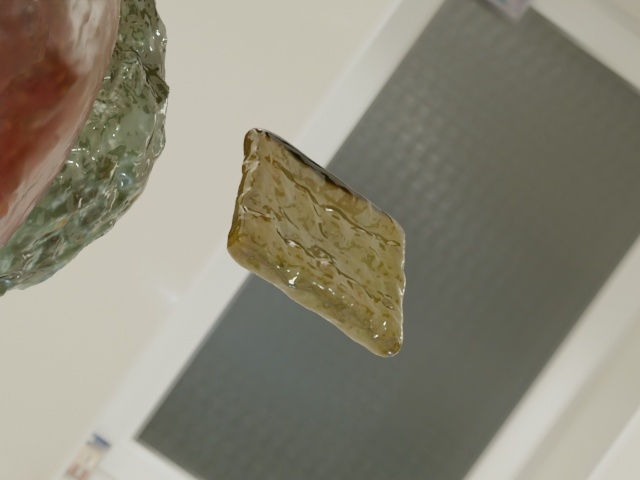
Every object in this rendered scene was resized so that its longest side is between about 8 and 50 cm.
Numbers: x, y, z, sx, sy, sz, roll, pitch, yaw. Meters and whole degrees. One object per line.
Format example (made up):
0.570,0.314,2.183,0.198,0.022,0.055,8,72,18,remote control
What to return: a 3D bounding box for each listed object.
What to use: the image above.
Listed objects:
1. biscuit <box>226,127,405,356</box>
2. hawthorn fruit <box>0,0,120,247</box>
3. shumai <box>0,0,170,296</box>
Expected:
0.000,0.000,0.618,0.083,0.018,0.081,34,32,-22,biscuit
-0.184,-0.067,0.609,0.205,0.205,0.253,36,-30,8,hawthorn fruit
-0.206,-0.065,0.883,0.225,0.222,0.261,-4,60,-24,shumai
